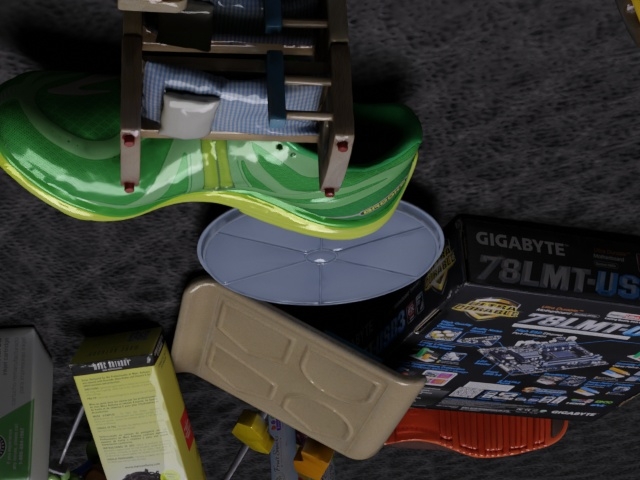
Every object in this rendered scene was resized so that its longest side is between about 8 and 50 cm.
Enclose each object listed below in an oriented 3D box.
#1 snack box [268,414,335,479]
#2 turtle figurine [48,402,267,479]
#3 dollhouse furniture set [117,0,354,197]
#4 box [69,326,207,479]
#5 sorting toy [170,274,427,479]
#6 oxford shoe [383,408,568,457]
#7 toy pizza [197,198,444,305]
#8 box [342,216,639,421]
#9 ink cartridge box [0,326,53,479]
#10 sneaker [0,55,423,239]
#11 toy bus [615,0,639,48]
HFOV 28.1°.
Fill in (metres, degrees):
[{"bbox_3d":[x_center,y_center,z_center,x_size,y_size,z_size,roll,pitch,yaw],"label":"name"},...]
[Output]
[{"bbox_3d":[-0.019,0.256,1.432,0.037,0.141,0.100,-15,152,21],"label":"snack box"},{"bbox_3d":[-0.210,0.300,1.367,0.274,0.266,0.198,-25,145,32],"label":"turtle figurine"},{"bbox_3d":[-0.043,-0.122,0.684,0.129,0.129,0.184,1,153,-8],"label":"dollhouse furniture set"},{"bbox_3d":[-0.168,0.203,1.252,0.087,0.058,0.232,-10,111,11],"label":"box"},{"bbox_3d":[-0.035,0.141,1.248,0.229,0.041,0.307,24,150,1],"label":"sorting toy"},{"bbox_3d":[0.128,0.183,1.385,0.271,0.097,0.098,4,171,1],"label":"oxford shoe"},{"bbox_3d":[0.000,0.000,1.045,0.201,0.032,0.201,-2,153,-1],"label":"toy pizza"},{"bbox_3d":[0.201,0.087,1.198,0.295,0.073,0.293,7,151,-18],"label":"box"},{"bbox_3d":[-0.369,0.172,1.209,0.212,0.154,0.093,-3,154,0],"label":"ink cartridge box"},{"bbox_3d":[-0.068,-0.077,0.824,0.295,0.109,0.123,4,143,-27],"label":"sneaker"},{"bbox_3d":[0.264,-0.086,0.705,0.149,0.211,0.220,-19,151,25],"label":"toy bus"}]
